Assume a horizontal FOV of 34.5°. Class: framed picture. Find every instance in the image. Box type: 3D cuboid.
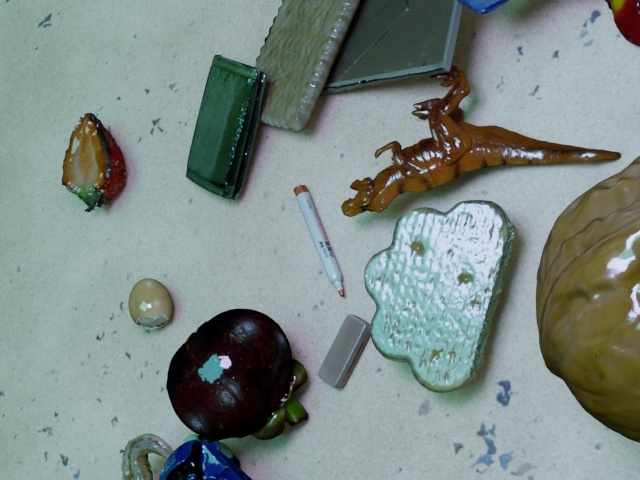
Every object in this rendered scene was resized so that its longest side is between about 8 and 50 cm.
[{"bbox_3d":[0.114,-0.370,1.679,0.335,0.022,0.247,-1,75,53],"label":"framed picture"}]

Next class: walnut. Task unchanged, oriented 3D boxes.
[{"bbox_3d":[0.444,0.062,1.220,0.398,0.308,0.354,-29,29,24],"label":"walnut"}]

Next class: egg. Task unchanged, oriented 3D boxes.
[{"bbox_3d":[-0.305,0.111,1.850,0.080,0.080,0.096,-25,57,26],"label":"egg"}]

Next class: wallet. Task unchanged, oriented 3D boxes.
[{"bbox_3d":[-0.170,-0.204,1.838,0.160,0.055,0.236,28,106,47],"label":"wallet"}]

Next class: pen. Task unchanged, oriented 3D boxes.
[{"bbox_3d":[0.000,0.000,1.708,0.026,0.026,0.218,-34,60,22],"label":"pen"}]

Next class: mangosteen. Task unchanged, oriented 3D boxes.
[{"bbox_3d":[-0.134,0.224,1.630,0.216,0.216,0.216,-10,71,32],"label":"mangosteen"}]

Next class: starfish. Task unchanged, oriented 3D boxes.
[{"bbox_3d":[-0.250,0.545,1.654,0.324,0.082,0.432,-58,44,29],"label":"starfish"}]

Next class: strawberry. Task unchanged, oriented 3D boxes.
[{"bbox_3d":[-0.435,-0.145,2.009,0.140,0.085,0.192,-48,55,15],"label":"strawberry"}]

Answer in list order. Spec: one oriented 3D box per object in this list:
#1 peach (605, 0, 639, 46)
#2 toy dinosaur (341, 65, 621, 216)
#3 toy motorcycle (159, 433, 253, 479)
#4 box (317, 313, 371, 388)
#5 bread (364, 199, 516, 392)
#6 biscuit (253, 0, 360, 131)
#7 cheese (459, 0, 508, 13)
[{"bbox_3d":[0.522,-0.350,1.434,0.279,0.068,0.189,12,84,36],"label":"peach"},{"bbox_3d":[0.214,-0.162,1.566,0.432,0.097,0.208,-17,63,23],"label":"toy dinosaur"},{"bbox_3d":[-0.131,0.413,1.570,0.125,0.196,0.331,-50,54,11],"label":"toy motorcycle"},{"bbox_3d":[0.040,0.175,1.630,0.048,0.025,0.115,28,92,42],"label":"box"},{"bbox_3d":[0.162,0.067,1.499,0.207,0.056,0.286,18,88,23],"label":"bread"},{"bbox_3d":[-0.027,-0.351,1.794,0.217,0.044,0.325,25,93,50],"label":"biscuit"},{"bbox_3d":[0.331,-0.414,1.525,0.286,0.074,0.189,-30,42,-11],"label":"cheese"}]
